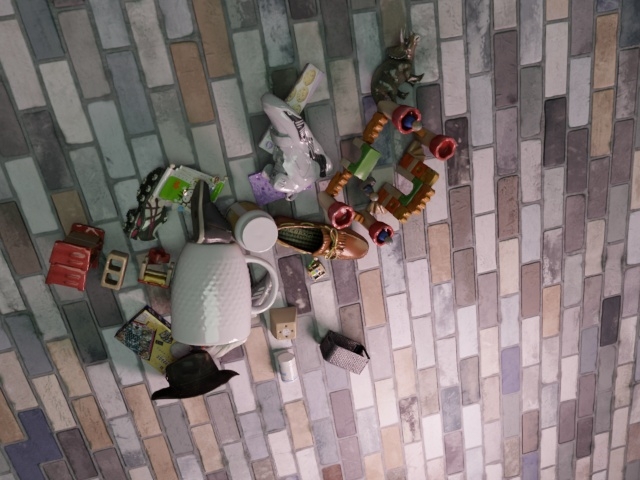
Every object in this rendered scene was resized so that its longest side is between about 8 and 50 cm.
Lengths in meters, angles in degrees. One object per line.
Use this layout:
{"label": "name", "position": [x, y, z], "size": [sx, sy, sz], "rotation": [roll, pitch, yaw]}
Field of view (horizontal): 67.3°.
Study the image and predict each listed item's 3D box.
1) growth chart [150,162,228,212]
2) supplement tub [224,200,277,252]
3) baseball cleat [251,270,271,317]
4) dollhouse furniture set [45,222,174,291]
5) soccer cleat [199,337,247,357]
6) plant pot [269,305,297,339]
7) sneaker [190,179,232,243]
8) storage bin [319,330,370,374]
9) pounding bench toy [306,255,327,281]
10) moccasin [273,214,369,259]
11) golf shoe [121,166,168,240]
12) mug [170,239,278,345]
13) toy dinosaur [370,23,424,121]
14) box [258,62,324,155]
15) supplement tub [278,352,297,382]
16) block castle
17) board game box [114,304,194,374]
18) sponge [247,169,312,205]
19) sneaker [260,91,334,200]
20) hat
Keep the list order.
{"label": "growth chart", "position": [-0.445, -0.169, 1.634], "size": [0.237, 0.021, 0.171], "rotation": [12, 111, -44]}
{"label": "supplement tub", "position": [-0.239, -0.048, 1.654], "size": [0.144, 0.200, 0.144], "rotation": [-9, 112, -24]}
{"label": "baseball cleat", "position": [-0.253, 0.197, 1.823], "size": [0.110, 0.072, 0.205], "rotation": [22, 100, -11]}
{"label": "dollhouse furniture set", "position": [-0.689, 0.084, 1.622], "size": [0.374, 0.201, 0.152], "rotation": [16, 106, -14]}
{"label": "soccer cleat", "position": [-0.374, 0.412, 1.882], "size": [0.196, 0.068, 0.076], "rotation": [-17, 117, 3]}
{"label": "plant pot", "position": [-0.139, 0.331, 1.878], "size": [0.109, 0.096, 0.109], "rotation": [-4, 109, -9]}
{"label": "sneaker", "position": [-0.364, -0.091, 1.609], "size": [0.118, 0.083, 0.221], "rotation": [6, 71, -35]}
{"label": "storage bin", "position": [0.097, 0.456, 1.954], "size": [0.180, 0.122, 0.084], "rotation": [26, 103, -18]}
{"label": "pounding bench toy", "position": [-0.026, 0.104, 1.843], "size": [0.065, 0.052, 0.083], "rotation": [-33, 112, 2]}
{"label": "moccasin", "position": [0.001, -0.003, 1.758], "size": [0.380, 0.147, 0.139], "rotation": [19, 105, -17]}
{"label": "golf shoe", "position": [-0.573, -0.122, 1.646], "size": [0.120, 0.105, 0.272], "rotation": [20, 108, -38]}
{"label": "mug", "position": [-0.334, 0.164, 1.692], "size": [0.374, 0.276, 0.327], "rotation": [0, 97, -17]}
{"label": "toy dinosaur", "position": [0.245, -0.552, 1.645], "size": [0.160, 0.121, 0.313], "rotation": [36, 105, -8]}
{"label": "box", "position": [-0.101, -0.443, 1.626], "size": [0.067, 0.063, 0.324], "rotation": [31, 101, -19]}
{"label": "supplement tub", "position": [-0.133, 0.520, 1.961], "size": [0.071, 0.071, 0.107], "rotation": [-10, 110, -7]}
{"label": "block castle", "position": [0.233, -0.214, 1.639], "size": [0.303, 0.213, 0.453], "rotation": [23, 107, -40]}
{"label": "board game box", "position": [-0.629, 0.380, 1.830], "size": [0.165, 0.042, 0.243], "rotation": [-41, 112, 5]}
{"label": "sponge", "position": [-0.142, -0.212, 1.719], "size": [0.210, 0.031, 0.117], "rotation": [-20, 113, -5]}
{"label": "sneaker", "position": [-0.120, -0.290, 1.568], "size": [0.210, 0.137, 0.366], "rotation": [-43, 131, -2]}
{"label": "hat", "position": [-0.470, 0.481, 1.785], "size": [0.332, 0.331, 0.133], "rotation": [-12, 87, -6]}
